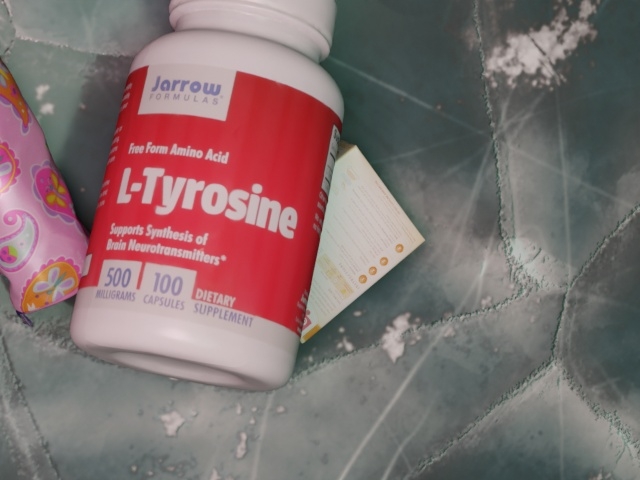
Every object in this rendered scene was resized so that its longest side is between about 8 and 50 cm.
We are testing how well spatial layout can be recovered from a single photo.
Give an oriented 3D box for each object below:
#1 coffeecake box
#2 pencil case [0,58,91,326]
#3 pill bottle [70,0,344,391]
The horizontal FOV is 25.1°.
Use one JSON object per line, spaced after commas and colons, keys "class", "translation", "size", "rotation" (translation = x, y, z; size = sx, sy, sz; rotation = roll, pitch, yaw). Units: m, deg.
{"class": "coffeecake box", "translation": [0.000, 0.000, 1.628], "size": [0.185, 0.068, 0.142], "rotation": [-40, 109, -7]}
{"class": "pencil case", "translation": [-0.328, -0.060, 1.488], "size": [0.124, 0.124, 0.284], "rotation": [-29, 108, -11]}
{"class": "pill bottle", "translation": [-0.103, -0.067, 1.465], "size": [0.229, 0.229, 0.408], "rotation": [15, 77, -20]}
